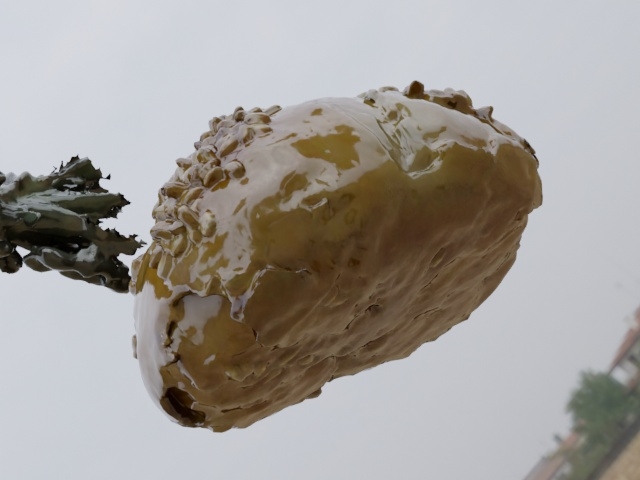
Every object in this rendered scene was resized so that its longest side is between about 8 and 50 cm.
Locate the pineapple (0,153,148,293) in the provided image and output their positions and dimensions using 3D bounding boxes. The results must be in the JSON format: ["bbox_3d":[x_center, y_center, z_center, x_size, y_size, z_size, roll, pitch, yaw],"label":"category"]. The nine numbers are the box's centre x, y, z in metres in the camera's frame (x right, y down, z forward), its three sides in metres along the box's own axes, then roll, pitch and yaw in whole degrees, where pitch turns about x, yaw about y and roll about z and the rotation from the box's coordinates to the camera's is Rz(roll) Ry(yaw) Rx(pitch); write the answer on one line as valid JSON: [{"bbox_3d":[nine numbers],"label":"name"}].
[{"bbox_3d":[-0.291,-0.021,0.699,0.361,0.175,0.175,13,-54,-23],"label":"pineapple"}]

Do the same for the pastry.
[{"bbox_3d":[0.000,0.000,0.746,0.311,0.162,0.255,-19,-25,-40],"label":"pastry"}]
